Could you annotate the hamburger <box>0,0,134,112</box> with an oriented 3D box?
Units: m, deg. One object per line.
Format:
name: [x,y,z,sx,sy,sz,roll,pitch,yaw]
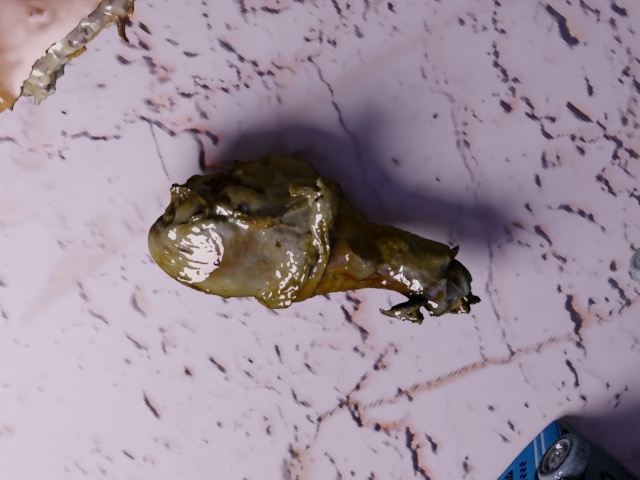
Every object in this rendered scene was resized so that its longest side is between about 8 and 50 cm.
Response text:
hamburger: [-0.157,-0.189,0.977,0.283,0.144,0.156,-39,109,21]

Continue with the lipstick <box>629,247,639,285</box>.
lipstick: [0.257,0.051,1.147,0.037,0.037,0.116,-30,116,16]

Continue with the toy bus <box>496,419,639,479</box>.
toy bus: [0.175,0.243,1.128,0.113,0.246,0.134,37,114,-14]

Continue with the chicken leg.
chicken leg: [0.000,0.000,1.100,0.228,0.088,0.103,9,104,1]
